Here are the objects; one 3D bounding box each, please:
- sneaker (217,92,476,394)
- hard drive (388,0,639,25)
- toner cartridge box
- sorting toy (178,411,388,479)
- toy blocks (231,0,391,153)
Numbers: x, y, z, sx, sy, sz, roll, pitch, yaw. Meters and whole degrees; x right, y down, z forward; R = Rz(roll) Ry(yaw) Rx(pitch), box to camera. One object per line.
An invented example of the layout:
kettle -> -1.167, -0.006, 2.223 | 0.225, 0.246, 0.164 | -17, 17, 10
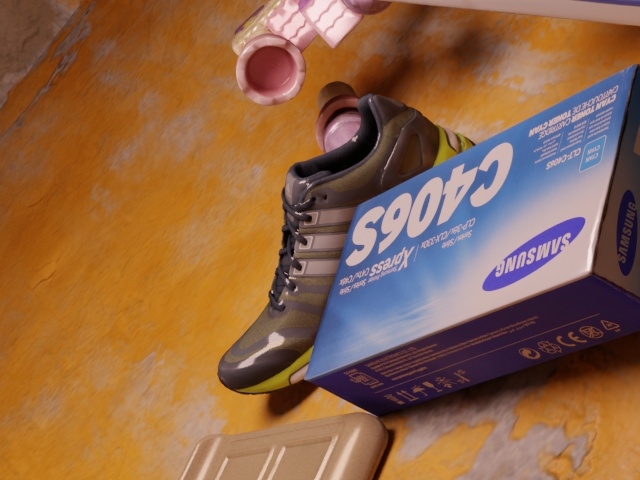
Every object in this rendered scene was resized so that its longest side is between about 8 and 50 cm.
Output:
sneaker -> 0.000, 0.000, 1.535 | 0.300, 0.121, 0.111 | -53, 23, -3
hard drive -> 0.202, -0.264, 1.423 | 0.318, 0.040, 0.210 | 9, 56, 22
toner cartridge box -> 0.126, 0.011, 1.289 | 0.348, 0.075, 0.165 | -27, 41, 54
sorting toy -> -0.074, 0.277, 1.381 | 0.229, 0.041, 0.307 | -13, 44, 50
toy blocks -> 0.009, -0.248, 1.640 | 0.288, 0.309, 0.260 | -47, 17, 12
